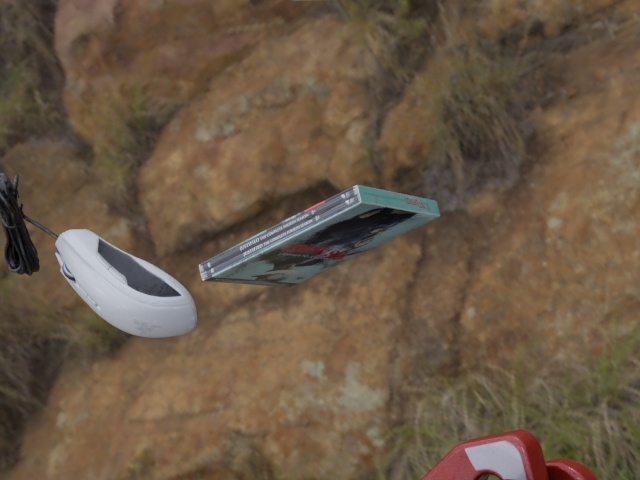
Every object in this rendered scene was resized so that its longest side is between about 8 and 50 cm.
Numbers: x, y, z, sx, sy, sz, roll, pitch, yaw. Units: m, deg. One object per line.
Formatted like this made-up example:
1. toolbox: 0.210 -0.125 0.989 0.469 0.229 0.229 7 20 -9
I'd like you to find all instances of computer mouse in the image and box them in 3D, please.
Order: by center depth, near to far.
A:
1. computer mouse: -0.187 0.026 0.953 0.193 0.106 0.042 28 51 13

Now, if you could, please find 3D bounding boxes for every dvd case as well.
1. dvd case: 0.000 0.000 0.697 0.119 0.087 0.013 -24 72 31

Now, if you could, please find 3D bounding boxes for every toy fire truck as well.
1. toy fire truck: 0.190 0.376 1.330 0.254 0.169 0.302 -20 80 35
